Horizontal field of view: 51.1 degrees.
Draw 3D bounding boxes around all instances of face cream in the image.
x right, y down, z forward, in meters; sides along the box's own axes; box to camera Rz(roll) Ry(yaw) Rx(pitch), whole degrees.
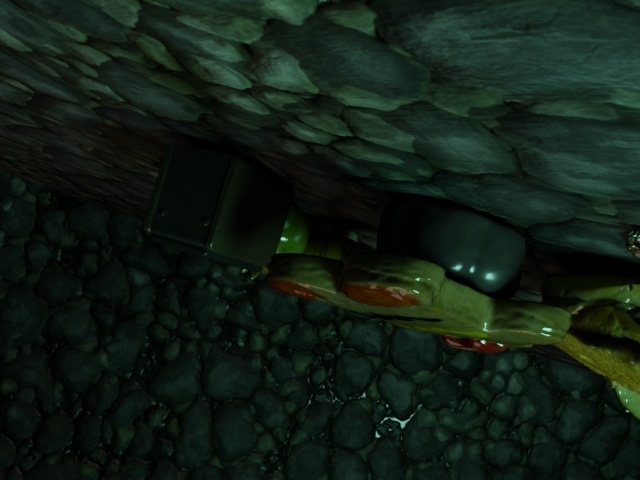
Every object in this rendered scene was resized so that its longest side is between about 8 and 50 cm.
[{"bbox_3d":[-0.020,0.037,1.495,0.349,0.105,0.105,5,165,43],"label":"face cream"}]

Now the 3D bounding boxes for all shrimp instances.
[{"bbox_3d":[0.000,0.000,1.640,0.164,0.062,0.317,23,167,-1],"label":"shrimp"}]

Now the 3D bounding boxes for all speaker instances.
[{"bbox_3d":[-0.177,-0.057,1.221,0.153,0.192,0.231,14,175,25],"label":"speaker"}]

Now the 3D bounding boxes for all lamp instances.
[{"bbox_3d":[0.416,0.008,0.853,0.063,0.031,0.083,17,176,17],"label":"lamp"}]

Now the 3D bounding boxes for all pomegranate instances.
[{"bbox_3d":[-0.112,-0.004,1.396,0.159,0.205,0.159,13,131,15],"label":"pomegranate"}]

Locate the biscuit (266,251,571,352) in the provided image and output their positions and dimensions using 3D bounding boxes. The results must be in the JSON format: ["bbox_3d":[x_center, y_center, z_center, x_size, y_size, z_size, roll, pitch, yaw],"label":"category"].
[{"bbox_3d":[0.151,0.104,1.021,0.394,0.076,0.368,22,166,-37],"label":"biscuit"}]

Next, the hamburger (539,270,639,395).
[{"bbox_3d":[0.500,0.149,1.070,0.284,0.174,0.304,23,170,-25],"label":"hamburger"}]

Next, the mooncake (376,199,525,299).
[{"bbox_3d":[0.207,0.022,1.086,0.245,0.133,0.245,12,168,3],"label":"mooncake"}]

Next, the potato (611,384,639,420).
[{"bbox_3d":[0.831,0.341,1.522,0.285,0.242,0.242,2,162,42],"label":"potato"}]
